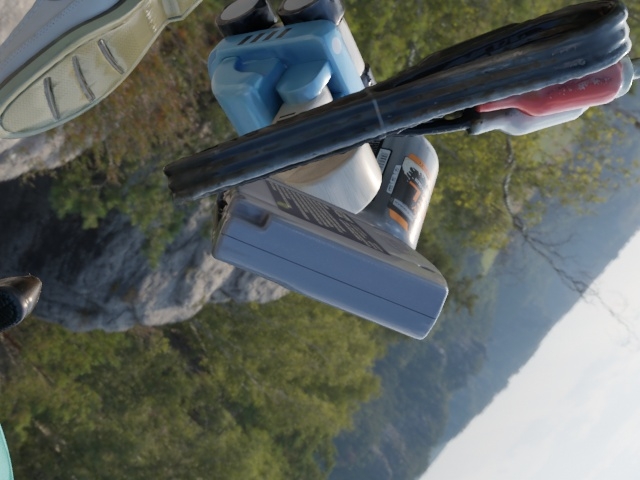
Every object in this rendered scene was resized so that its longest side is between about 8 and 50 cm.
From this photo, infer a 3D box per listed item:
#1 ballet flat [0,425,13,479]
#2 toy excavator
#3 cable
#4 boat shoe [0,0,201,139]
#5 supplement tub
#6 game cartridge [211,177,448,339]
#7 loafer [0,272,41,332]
[{"bbox_3d":[-0.518,0.231,0.851,0.164,0.182,0.482,-86,179,-72],"label":"ballet flat"},{"bbox_3d":[-0.047,-0.209,1.055,0.445,0.433,0.222,-62,138,-31],"label":"toy excavator"},{"bbox_3d":[0.058,-0.064,0.368,0.287,0.072,0.139,-25,-166,-11],"label":"cable"},{"bbox_3d":[-0.213,-0.222,0.609,0.302,0.103,0.113,-48,178,-18],"label":"boat shoe"},{"bbox_3d":[0.099,-0.056,1.215,0.193,0.194,0.316,105,6,-54],"label":"supplement tub"},{"bbox_3d":[0.000,0.000,0.595,0.062,0.198,0.297,-62,-167,7],"label":"game cartridge"},{"bbox_3d":[-0.482,0.104,0.946,0.220,0.080,0.078,-15,-163,29],"label":"loafer"}]
